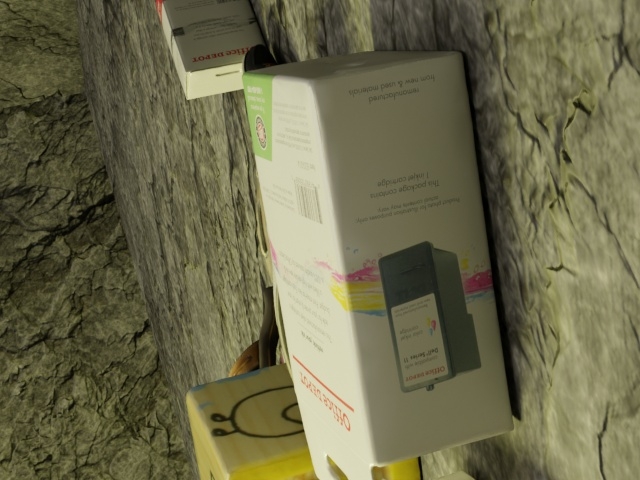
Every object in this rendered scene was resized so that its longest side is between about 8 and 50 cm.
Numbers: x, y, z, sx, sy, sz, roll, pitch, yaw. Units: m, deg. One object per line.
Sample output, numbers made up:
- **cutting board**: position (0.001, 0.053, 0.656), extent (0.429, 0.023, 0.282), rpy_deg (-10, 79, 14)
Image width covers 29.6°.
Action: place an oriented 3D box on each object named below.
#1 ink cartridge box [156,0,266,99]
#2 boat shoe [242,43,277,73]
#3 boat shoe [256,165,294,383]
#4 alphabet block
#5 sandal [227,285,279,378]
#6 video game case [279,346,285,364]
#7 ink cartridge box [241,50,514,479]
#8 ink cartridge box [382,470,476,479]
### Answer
- **ink cartridge box**: position (-0.125, -0.237, 1.391), extent (0.056, 0.099, 0.135), rpy_deg (103, 151, -60)
- **boat shoe**: position (-0.050, -0.166, 1.290), extent (0.042, 0.049, 0.133), rpy_deg (-54, 36, 34)
- **boat shoe**: position (0.000, 0.000, 1.125), extent (0.103, 0.113, 0.302), rpy_deg (158, 109, -77)
- **alphabet block**: position (-0.016, 0.247, 1.226), extent (0.197, 0.192, 0.193), rpy_deg (-138, 36, -65)
- **sandal**: position (-0.085, 0.159, 1.534), extent (0.090, 0.060, 0.219), rpy_deg (103, 173, -71)
- **video game case**: position (-0.010, 0.256, 1.508), extent (0.232, 0.042, 0.210), rpy_deg (101, 154, -59)
- **ink cartridge box**: position (0.044, 0.037, 0.940), extent (0.207, 0.119, 0.353), rpy_deg (-151, 51, -71)
- **ink cartridge box**: position (0.118, 0.258, 0.966), extent (0.198, 0.067, 0.115), rpy_deg (-159, 57, -72)
